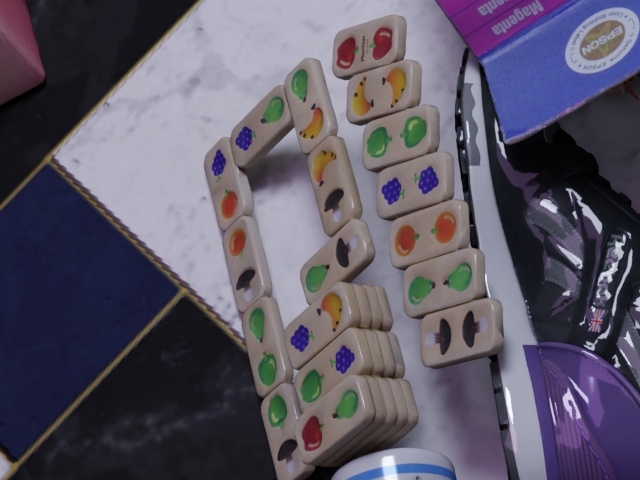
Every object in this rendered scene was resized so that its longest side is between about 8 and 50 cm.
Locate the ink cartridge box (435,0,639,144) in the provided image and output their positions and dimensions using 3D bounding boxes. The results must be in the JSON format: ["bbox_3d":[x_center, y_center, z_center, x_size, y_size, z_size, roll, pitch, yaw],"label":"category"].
[{"bbox_3d":[0.190,-0.250,1.086,0.324,0.071,0.330,-31,38,17],"label":"ink cartridge box"}]

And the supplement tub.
[{"bbox_3d":[0.045,0.170,1.057,0.071,0.071,0.107,-18,61,14],"label":"supplement tub"}]

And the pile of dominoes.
[{"bbox_3d":[0.000,0.000,1.117,0.196,0.040,0.251,-43,50,38],"label":"pile of dominoes"}]

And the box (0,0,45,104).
[{"bbox_3d":[-0.301,-0.170,1.267,0.148,0.232,0.127,-26,58,9],"label":"box"}]

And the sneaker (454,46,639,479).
[{"bbox_3d":[0.147,0.014,1.088,0.124,0.107,0.283,-9,68,5],"label":"sneaker"}]

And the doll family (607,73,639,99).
[{"bbox_3d":[0.234,-0.193,1.125,0.263,0.118,0.163,-37,55,4],"label":"doll family"}]
